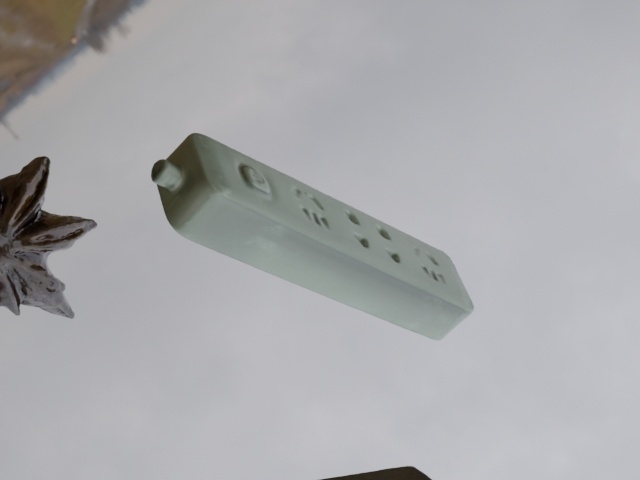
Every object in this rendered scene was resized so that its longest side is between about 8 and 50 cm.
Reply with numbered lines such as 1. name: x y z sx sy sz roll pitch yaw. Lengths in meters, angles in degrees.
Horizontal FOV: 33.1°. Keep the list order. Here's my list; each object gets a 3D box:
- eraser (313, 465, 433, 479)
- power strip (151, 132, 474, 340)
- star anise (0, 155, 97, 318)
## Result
1. eraser: 0.002 0.363 1.373 0.352 0.111 0.077 -8 -139 -2
2. power strip: 0.000 0.000 1.008 0.062 0.385 0.091 -44 -135 23
3. star anise: -0.443 0.014 1.427 0.315 0.315 0.108 -47 -150 -23
